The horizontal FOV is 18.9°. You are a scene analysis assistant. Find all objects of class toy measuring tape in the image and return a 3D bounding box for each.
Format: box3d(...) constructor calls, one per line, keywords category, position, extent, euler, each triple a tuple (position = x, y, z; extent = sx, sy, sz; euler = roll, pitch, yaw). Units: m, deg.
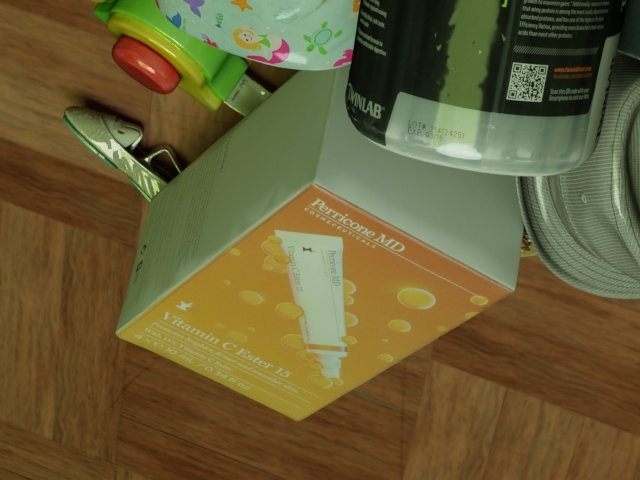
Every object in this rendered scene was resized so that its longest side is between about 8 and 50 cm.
box3d(category="toy measuring tape", position=(-0.085, -0.158, 1.770), extent=(0.330, 0.121, 0.121), euler=(35, 132, -7))

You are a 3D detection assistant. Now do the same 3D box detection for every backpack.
box3d(category="backpack", position=(-0.018, -0.265, 1.538), extent=(0.225, 0.253, 0.191), euler=(20, 147, 11))

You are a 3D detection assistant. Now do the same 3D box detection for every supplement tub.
box3d(category="supplement tub", position=(0.132, -0.220, 1.389), extent=(0.193, 0.193, 0.316), euler=(15, 109, 16))

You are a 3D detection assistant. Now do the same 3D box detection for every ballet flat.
box3d(category="ballet flat", position=(-0.182, -0.086, 1.927), extent=(0.052, 0.057, 0.168), euler=(-42, 105, 13))

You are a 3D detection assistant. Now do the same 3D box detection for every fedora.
box3d(category="fedora", position=(0.289, -0.056, 1.592), extent=(0.243, 0.124, 0.275), euler=(1, 110, -7))

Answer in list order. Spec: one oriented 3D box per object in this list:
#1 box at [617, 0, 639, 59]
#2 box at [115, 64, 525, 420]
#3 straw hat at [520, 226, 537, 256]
box3d(category="box", position=(0.411, -0.291, 1.349), extent=(0.293, 0.212, 0.395), euler=(21, 133, 11))
box3d(category="box", position=(0.000, 0.000, 1.749), extent=(0.215, 0.168, 0.345), euler=(27, 143, -22))
box3d(category="straw hat", position=(0.193, -0.026, 1.764), extent=(0.144, 0.144, 0.061), euler=(-14, 77, 34))
